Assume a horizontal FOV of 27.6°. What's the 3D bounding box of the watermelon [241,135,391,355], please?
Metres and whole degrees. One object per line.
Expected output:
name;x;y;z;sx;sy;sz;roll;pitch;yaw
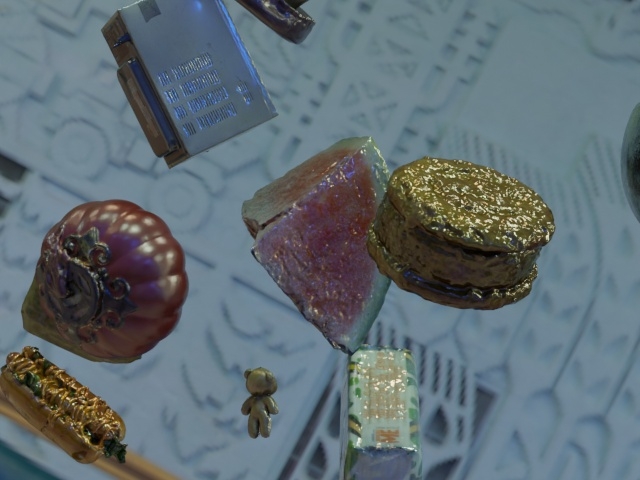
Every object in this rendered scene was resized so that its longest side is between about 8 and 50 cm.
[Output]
watermelon;0.000;0.000;1.920;0.232;0.310;0.193;3;18;-11

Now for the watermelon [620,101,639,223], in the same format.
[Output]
watermelon;0.481;-0.038;1.705;0.322;0.175;0.188;48;-14;-7

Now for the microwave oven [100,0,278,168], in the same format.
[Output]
microwave oven;-0.207;-0.252;1.982;0.240;0.194;0.145;64;-18;-5

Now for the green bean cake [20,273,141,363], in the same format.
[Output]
green bean cake;-0.390;0.116;2.235;0.233;0.124;0.236;25;6;-8

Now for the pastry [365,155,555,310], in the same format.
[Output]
pastry;0.144;-0.008;1.340;0.189;0.103;0.188;11;28;-6

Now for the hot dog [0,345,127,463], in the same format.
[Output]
hot dog;-0.284;0.181;1.435;0.188;0.072;0.055;32;-42;27

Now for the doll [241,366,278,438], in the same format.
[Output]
doll;-0.087;0.225;1.814;0.062;0.093;0.051;-6;-34;34

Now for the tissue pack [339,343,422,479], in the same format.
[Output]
tissue pack;0.093;0.340;2.093;0.128;0.228;0.311;3;25;1

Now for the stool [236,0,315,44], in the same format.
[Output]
stool;-0.087;-0.497;2.331;0.272;0.178;0.272;40;11;-9

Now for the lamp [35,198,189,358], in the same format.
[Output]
lamp;-0.294;0.055;1.811;0.227;0.227;0.227;28;-3;1
